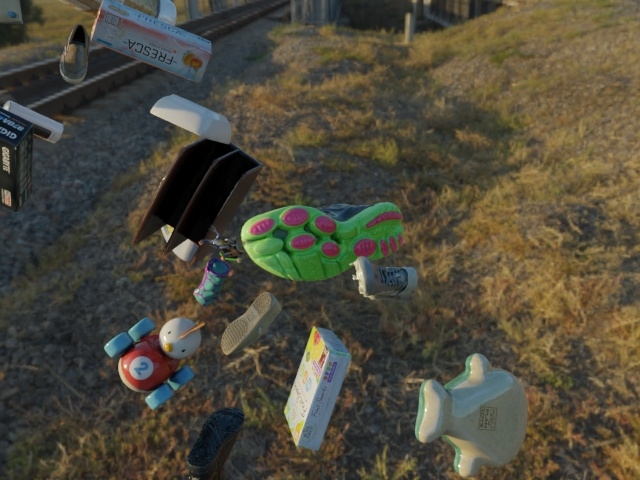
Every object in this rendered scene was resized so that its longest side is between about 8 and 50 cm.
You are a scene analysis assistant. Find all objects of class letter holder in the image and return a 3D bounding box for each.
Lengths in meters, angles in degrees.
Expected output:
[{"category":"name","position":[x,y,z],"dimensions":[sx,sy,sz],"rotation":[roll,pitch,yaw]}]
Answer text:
[{"category":"letter holder","position":[-0.307,-0.088,1.475],"dimensions":[0.152,0.301,0.214],"rotation":[36,25,1]}]

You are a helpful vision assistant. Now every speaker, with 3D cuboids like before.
[{"category":"speaker","position":[-0.711,-0.292,1.476],"dimensions":[0.055,0.055,0.136],"rotation":[22,-2,44]}]

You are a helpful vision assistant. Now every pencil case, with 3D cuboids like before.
[{"category":"pencil case","position":[-0.297,0.114,1.626],"dimensions":[0.070,0.151,0.064],"rotation":[-1,51,-30]}]

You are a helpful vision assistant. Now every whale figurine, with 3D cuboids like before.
[{"category":"whale figurine","position":[0.253,0.309,1.076],"dimensions":[0.272,0.216,0.141],"rotation":[14,-10,-36]}]

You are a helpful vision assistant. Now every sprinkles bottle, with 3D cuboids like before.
[{"category":"sprinkles bottle","position":[-0.485,-0.541,1.279],"dimensions":[0.121,0.121,0.356],"rotation":[20,2,42]}]

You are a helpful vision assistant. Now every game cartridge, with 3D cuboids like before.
[{"category":"game cartridge","position":[-0.453,-0.068,1.976],"dimensions":[0.060,0.196,0.294],"rotation":[5,30,-38]}]

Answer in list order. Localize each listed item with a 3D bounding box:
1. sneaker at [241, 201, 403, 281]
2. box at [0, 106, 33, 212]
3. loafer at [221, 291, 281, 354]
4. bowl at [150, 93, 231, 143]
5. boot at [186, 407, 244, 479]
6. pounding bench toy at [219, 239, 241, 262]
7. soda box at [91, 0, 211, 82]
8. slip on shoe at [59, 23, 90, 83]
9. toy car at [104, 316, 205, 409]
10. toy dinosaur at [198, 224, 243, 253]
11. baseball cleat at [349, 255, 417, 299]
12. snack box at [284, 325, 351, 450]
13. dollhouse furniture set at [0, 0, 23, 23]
[{"category":"sneaker","position":[0.000,0.000,1.486],"dimensions":[0.483,0.185,0.202],"rotation":[-4,0,-42]},{"category":"box","position":[-0.531,-0.145,0.904],"dimensions":[0.175,0.220,0.051],"rotation":[28,58,-13]},{"category":"loafer","position":[-0.226,0.291,2.007],"dimensions":[0.092,0.268,0.102],"rotation":[31,20,-44]},{"category":"bowl","position":[-0.251,-0.247,1.206],"dimensions":[0.142,0.053,0.142],"rotation":[26,8,13]},{"category":"boot","position":[-0.272,0.578,1.534],"dimensions":[0.094,0.207,0.246],"rotation":[11,24,12]},{"category":"pounding bench toy","position":[-0.306,0.049,2.020],"dimensions":[0.065,0.052,0.083],"rotation":[-15,44,-7]},{"category":"soda box","position":[-0.274,-0.326,0.978],"dimensions":[0.183,0.058,0.063],"rotation":[18,33,-23]},{"category":"slip on shoe","position":[-0.489,-0.374,1.196],"dimensions":[0.052,0.041,0.135],"rotation":[11,58,-16]},{"category":"toy car","position":[-0.412,0.290,1.624],"dimensions":[0.238,0.219,0.210],"rotation":[-39,0,25]},{"category":"toy dinosaur","position":[-0.238,0.012,1.386],"dimensions":[0.082,0.090,0.047],"rotation":[-6,37,32]},{"category":"baseball cleat","position":[0.116,0.062,1.060],"dimensions":[0.110,0.072,0.206],"rotation":[-12,-10,7]},{"category":"snack box","position":[-0.006,0.204,0.838],"dimensions":[0.037,0.141,0.100],"rotation":[17,8,-15]},{"category":"dollhouse furniture set","position":[-0.666,-0.453,1.120],"dimensions":[0.304,0.286,0.198],"rotation":[-4,18,-7]}]
